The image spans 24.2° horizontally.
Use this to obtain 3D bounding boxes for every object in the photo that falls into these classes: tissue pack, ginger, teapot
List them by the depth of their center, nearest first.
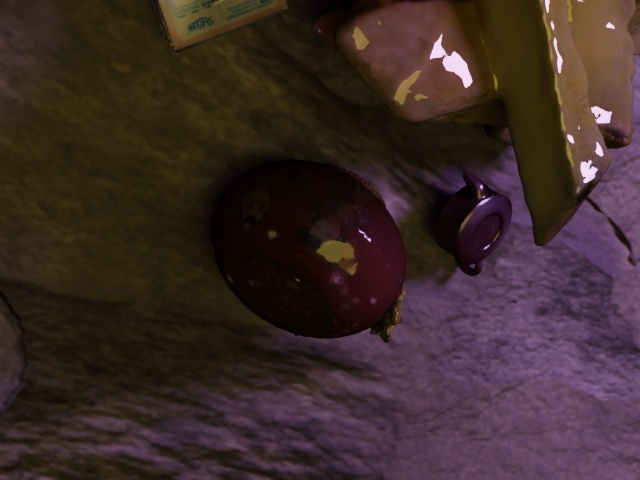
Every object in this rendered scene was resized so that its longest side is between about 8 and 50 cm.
[{"bbox_3d":[0.216,-0.193,1.055,0.413,0.211,0.358,-49,140,-7],"label":"ginger"},{"bbox_3d":[-0.079,-0.191,1.101,0.094,0.059,0.074,-21,118,-8],"label":"tissue pack"},{"bbox_3d":[0.123,-0.014,1.243,0.068,0.045,0.100,-25,136,-30],"label":"teapot"}]

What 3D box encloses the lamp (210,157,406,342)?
[{"bbox_3d":[-0.005,-0.001,1.162,0.157,0.156,0.135,81,32,-55],"label":"lamp"}]

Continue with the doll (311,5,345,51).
[{"bbox_3d":[0.058,-0.257,1.091,0.211,0.093,0.262,6,114,-45],"label":"doll"}]
